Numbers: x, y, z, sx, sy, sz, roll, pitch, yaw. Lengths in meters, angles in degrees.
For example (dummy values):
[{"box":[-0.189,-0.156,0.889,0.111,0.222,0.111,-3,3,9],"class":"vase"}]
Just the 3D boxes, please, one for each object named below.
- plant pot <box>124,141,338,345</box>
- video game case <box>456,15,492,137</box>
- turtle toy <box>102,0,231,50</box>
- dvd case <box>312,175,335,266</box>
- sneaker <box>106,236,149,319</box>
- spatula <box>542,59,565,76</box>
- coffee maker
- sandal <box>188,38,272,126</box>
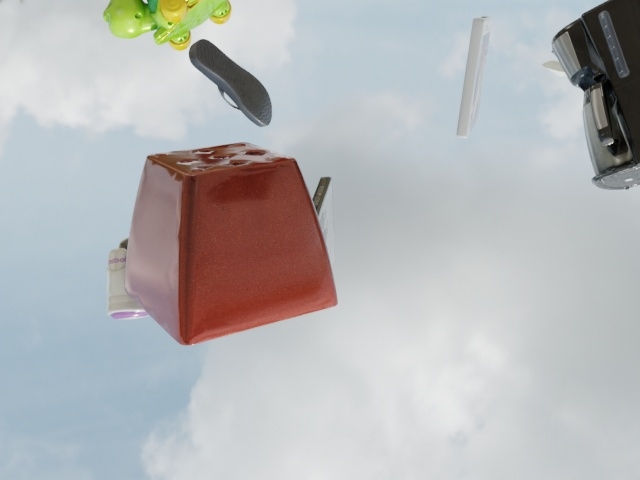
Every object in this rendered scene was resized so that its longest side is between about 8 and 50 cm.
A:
[{"box":[-0.152,-0.019,1.199,0.267,0.236,0.267,-13,-159,-30],"class":"plant pot"},{"box":[0.279,-0.299,1.376,0.023,0.201,0.183,10,-160,14],"class":"video game case"},{"box":[-0.140,-0.227,0.720,0.130,0.095,0.066,-36,-92,-10],"class":"turtle toy"},{"box":[0.000,0.000,1.447,0.029,0.179,0.239,1,-157,7],"class":"dvd case"},{"box":[-0.320,0.064,1.480,0.114,0.152,0.305,-9,180,10],"class":"sneaker"},{"box":[0.501,-0.288,1.352,0.168,0.019,0.242,27,-152,27],"class":"spatula"},{"box":[0.345,-0.160,0.791,0.171,0.120,0.178,-15,-103,14],"class":"coffee maker"},{"box":[-0.206,-0.364,1.770,0.054,0.254,0.097,-18,-141,43],"class":"sandal"}]
